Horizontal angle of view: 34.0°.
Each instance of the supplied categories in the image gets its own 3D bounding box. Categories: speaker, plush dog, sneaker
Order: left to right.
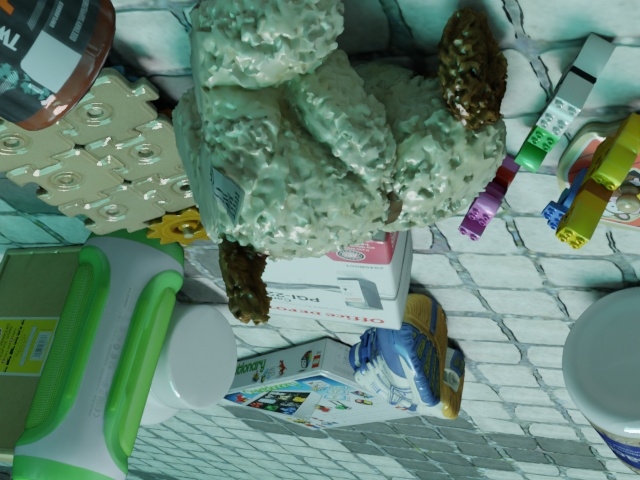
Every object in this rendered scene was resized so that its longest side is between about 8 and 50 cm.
[{"bbox_3d":[-0.241,0.134,1.159,0.131,0.296,0.131,11,157,5],"label":"speaker"},{"bbox_3d":[0.026,-0.060,0.743,0.225,0.210,0.262,-9,163,-15],"label":"plush dog"},{"bbox_3d":[0.088,0.147,1.249,0.131,0.112,0.296,6,156,18],"label":"sneaker"}]

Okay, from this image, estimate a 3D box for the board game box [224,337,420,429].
[{"bbox_3d":[-0.001,0.218,1.538,0.193,0.053,0.305,25,155,-27],"label":"board game box"}]

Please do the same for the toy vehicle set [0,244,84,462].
[{"bbox_3d":[-0.359,0.133,1.264,0.166,0.267,0.035,-2,152,34],"label":"toy vehicle set"}]

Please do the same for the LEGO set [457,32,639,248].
[{"bbox_3d":[0.172,-0.038,0.767,0.087,0.093,0.227,30,157,3],"label":"LEGO set"}]

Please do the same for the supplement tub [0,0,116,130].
[{"bbox_3d":[-0.228,-0.154,0.627,0.106,0.106,0.198,-11,148,44],"label":"supplement tub"}]

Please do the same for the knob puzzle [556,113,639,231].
[{"bbox_3d":[0.272,-0.037,0.824,0.213,0.030,0.213,11,158,5],"label":"knob puzzle"}]

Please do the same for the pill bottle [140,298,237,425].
[{"bbox_3d":[-0.270,0.152,1.376,0.318,0.176,0.176,-4,152,35],"label":"pill bottle"}]

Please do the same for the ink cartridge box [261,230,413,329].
[{"bbox_3d":[0.000,0.000,0.977,0.159,0.092,0.218,6,158,11],"label":"ink cartridge box"}]

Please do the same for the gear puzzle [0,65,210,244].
[{"bbox_3d":[-0.171,-0.069,0.965,0.175,0.044,0.339,-17,155,15],"label":"gear puzzle"}]

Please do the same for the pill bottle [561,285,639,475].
[{"bbox_3d":[0.357,0.165,1.087,0.153,0.153,0.265,0,153,30],"label":"pill bottle"}]
